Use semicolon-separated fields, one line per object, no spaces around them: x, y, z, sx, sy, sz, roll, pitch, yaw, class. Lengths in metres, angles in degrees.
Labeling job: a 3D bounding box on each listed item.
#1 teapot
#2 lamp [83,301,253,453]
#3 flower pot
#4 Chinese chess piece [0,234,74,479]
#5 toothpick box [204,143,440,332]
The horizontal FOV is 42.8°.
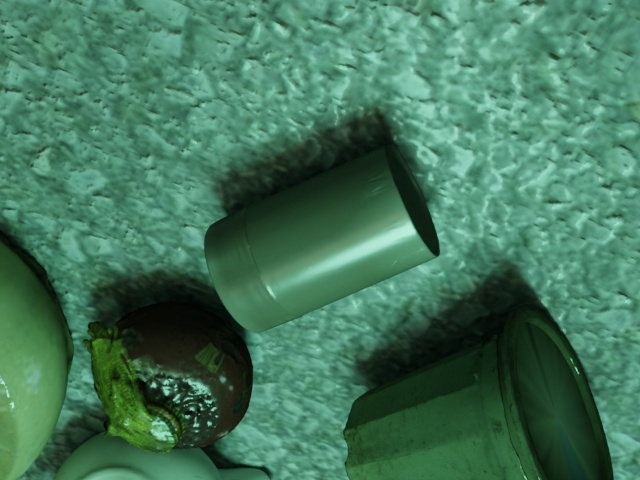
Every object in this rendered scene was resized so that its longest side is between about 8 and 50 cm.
-0.207;0.304;0.891;0.298;0.139;0.204;-8;86;10;teapot
-0.145;0.141;0.794;0.157;0.135;0.156;-13;118;10;lamp
0.142;0.184;0.775;0.203;0.212;0.212;-21;116;33;flower pot
-0.420;0.118;0.806;0.338;0.140;0.338;2;119;4;Chinese chess piece
0.000;0.000;0.714;0.181;0.111;0.111;-24;114;17;toothpick box
